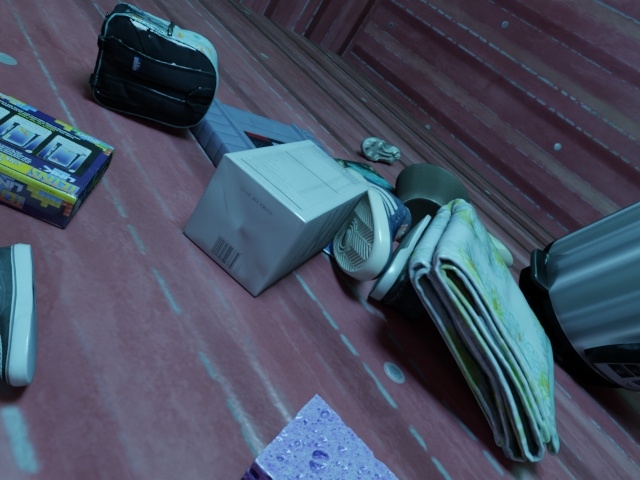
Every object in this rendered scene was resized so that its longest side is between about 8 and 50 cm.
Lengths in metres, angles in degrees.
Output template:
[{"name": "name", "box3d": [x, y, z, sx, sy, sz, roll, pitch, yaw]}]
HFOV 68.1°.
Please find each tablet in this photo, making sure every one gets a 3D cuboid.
[{"name": "tablet", "box3d": [0.000, 0.000, 0.836, 0.083, 0.006, 0.054, 35, 25, -4]}]

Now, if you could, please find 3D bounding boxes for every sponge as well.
[{"name": "sponge", "box3d": [0.039, 0.248, 0.422, 0.210, 0.031, 0.117, 42, 26, 13]}]

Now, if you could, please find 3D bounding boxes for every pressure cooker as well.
[{"name": "pressure cooker", "box3d": [0.677, 0.125, 1.028, 0.375, 0.420, 0.370, -18, 78, -37]}]

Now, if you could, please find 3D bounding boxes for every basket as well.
[{"name": "basket", "box3d": [0.250, -0.074, 1.121, 0.204, 0.154, 0.227, 36, 28, 4]}]

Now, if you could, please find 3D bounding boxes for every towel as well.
[{"name": "towel", "box3d": [0.270, 0.108, 0.754, 0.320, 0.090, 0.374, 62, 25, -5]}]

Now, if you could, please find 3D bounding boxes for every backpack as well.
[{"name": "backpack", "box3d": [-0.269, -0.289, 0.804, 0.188, 0.166, 0.144, 18, 30, -18]}]

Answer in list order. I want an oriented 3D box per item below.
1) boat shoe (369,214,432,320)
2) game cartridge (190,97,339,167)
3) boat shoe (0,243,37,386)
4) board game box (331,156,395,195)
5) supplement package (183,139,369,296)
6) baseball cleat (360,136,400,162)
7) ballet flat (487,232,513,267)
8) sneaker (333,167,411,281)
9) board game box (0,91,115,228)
[{"name": "boat shoe", "box3d": [0.176, 0.046, 0.868, 0.091, 0.114, 0.302, 37, 37, 5]}, {"name": "game cartridge", "box3d": [-0.096, -0.193, 0.994, 0.355, 0.068, 0.230, 5, 35, -48]}, {"name": "boat shoe", "box3d": [-0.252, 0.057, 0.379, 0.040, 0.049, 0.142, -5, 42, -28]}, {"name": "board game box", "box3d": [0.111, -0.163, 1.238, 0.126, 0.026, 0.186, 49, 28, 24]}, {"name": "supplement package", "box3d": [-0.051, -0.047, 0.694, 0.139, 0.134, 0.244, 41, 27, 10]}, {"name": "baseball cleat", "box3d": [0.169, -0.293, 1.511, 0.109, 0.072, 0.206, 36, 16, 35]}, {"name": "ballet flat", "box3d": [0.406, -0.004, 1.292, 0.086, 0.086, 0.248, -1, 42, -53]}, {"name": "sneaker", "box3d": [0.107, -0.027, 0.859, 0.148, 0.131, 0.350, 26, 24, -16]}, {"name": "board game box", "box3d": [-0.340, -0.100, 0.532, 0.170, 0.048, 0.141, 27, 28, -20]}]
